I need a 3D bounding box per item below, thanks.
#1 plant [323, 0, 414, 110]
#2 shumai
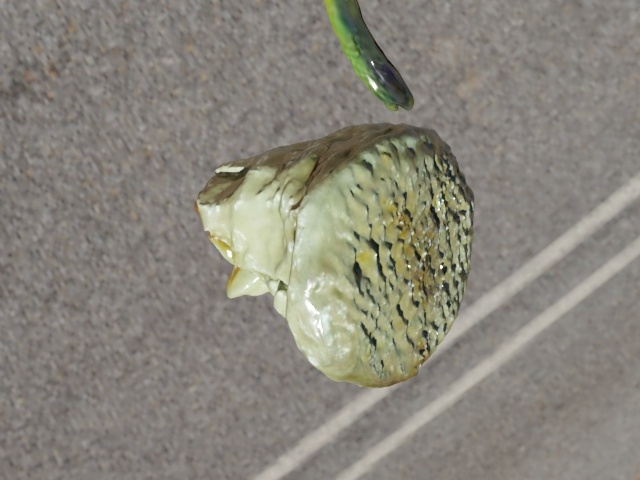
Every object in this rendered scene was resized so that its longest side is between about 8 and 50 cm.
[{"bbox_3d":[0.059,-0.306,0.956,0.251,0.333,0.180,34,142,-26],"label":"plant"},{"bbox_3d":[0.000,0.000,1.721,0.397,0.323,0.324,-29,121,-50],"label":"shumai"}]
